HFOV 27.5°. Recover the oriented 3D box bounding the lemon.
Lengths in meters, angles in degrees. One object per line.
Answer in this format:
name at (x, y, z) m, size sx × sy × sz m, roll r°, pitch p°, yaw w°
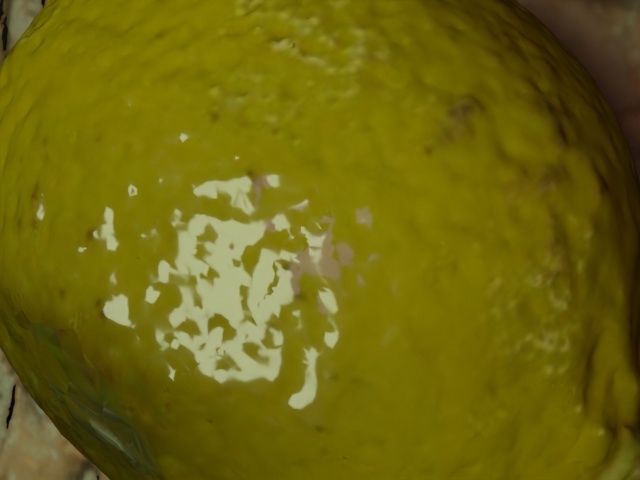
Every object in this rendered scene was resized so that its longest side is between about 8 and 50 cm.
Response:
lemon at (0.000, 0.000, 0.523) m, size 0.310 × 0.253 × 0.254 m, roll 33°, pitch 116°, yaw 24°
